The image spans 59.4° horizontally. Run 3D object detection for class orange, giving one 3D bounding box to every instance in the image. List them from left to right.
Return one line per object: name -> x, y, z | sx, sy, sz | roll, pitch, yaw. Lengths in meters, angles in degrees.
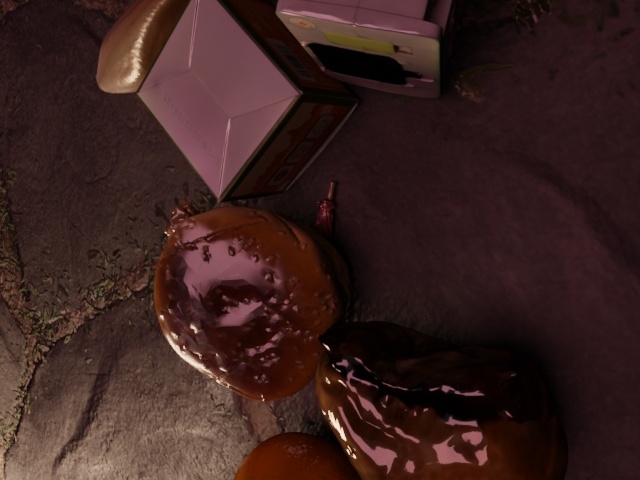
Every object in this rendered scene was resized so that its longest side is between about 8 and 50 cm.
orange -> -0.029, 0.384, 0.758 | 0.240, 0.171, 0.239 | 7, 104, 31

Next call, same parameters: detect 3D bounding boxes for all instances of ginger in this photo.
ginger -> 0.124, 0.208, 0.614 | 0.270, 0.200, 0.222 | 3, 95, 27

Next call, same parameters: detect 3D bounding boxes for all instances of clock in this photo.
clock -> 0.079, -0.320, 0.537 | 0.166, 0.235, 0.309 | 15, 95, 11

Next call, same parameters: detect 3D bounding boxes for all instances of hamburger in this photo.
hamburger -> -0.090, 0.067, 0.725 | 0.243, 0.146, 0.285 | -21, 100, 17

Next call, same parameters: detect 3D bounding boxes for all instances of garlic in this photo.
garlic -> -0.214, -0.295, 0.765 | 0.112, 0.143, 0.318 | 44, 143, -14

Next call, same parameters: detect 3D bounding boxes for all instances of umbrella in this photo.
umbrella -> 0.000, 0.000, 0.759 | 0.027, 0.025, 0.165 | 9, 108, -1

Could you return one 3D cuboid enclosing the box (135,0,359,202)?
box -> -0.091, -0.181, 0.708 | 0.195, 0.148, 0.177 | 50, 120, 14
